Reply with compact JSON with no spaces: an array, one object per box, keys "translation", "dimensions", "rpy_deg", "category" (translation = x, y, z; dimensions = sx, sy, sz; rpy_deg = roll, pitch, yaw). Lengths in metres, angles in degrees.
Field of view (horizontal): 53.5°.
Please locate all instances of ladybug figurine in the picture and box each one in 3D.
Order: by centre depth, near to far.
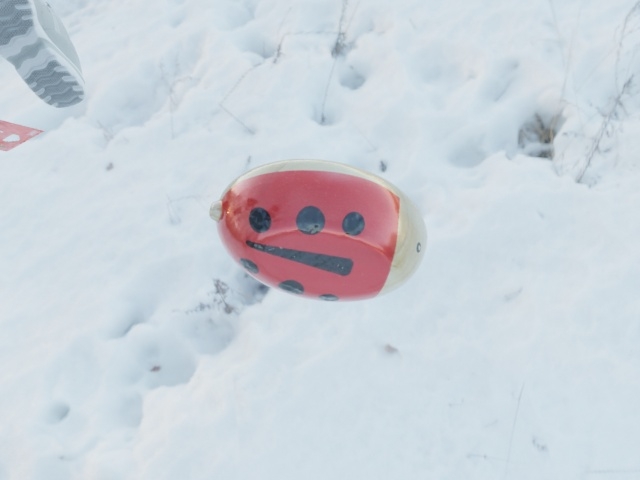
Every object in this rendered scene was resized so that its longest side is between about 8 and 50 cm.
[{"translation":[0.000,0.000,1.257],"dimensions":[0.449,0.305,0.162],"rpy_deg":[10,31,-7],"category":"ladybug figurine"}]

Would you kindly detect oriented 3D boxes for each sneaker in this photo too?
[{"translation":[-0.455,-0.332,0.954],"dimensions":[0.105,0.281,0.115],"rpy_deg":[-16,54,0],"category":"sneaker"}]

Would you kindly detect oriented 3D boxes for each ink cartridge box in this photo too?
[{"translation":[-0.871,-0.255,1.602],"dimensions":[0.275,0.239,0.060],"rpy_deg":[-8,75,45],"category":"ink cartridge box"}]
